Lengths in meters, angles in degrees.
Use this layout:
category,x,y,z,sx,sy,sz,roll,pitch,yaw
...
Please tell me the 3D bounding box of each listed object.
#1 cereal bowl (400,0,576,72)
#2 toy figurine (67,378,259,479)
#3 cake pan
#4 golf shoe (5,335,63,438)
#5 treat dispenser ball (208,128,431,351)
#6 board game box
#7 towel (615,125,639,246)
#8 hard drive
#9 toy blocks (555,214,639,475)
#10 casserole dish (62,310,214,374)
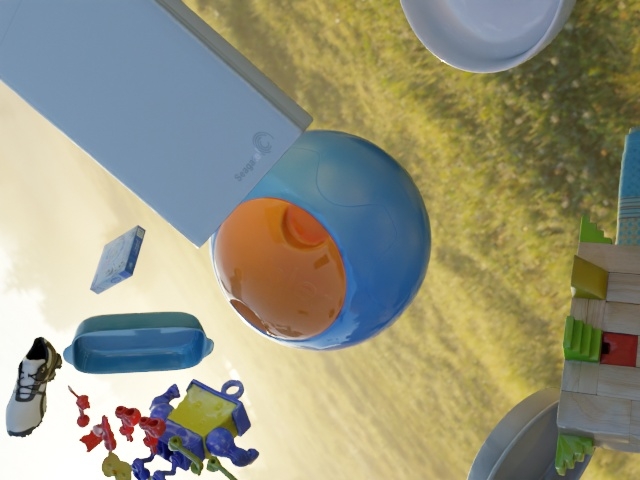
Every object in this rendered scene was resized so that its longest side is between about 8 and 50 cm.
category,x,y,z,sx,sy,sz,roll,pitch,yaw
cereal bowl,0.301,-0.469,1.488,0.339,0.141,0.339,20,122,36
toy figurine,-0.171,0.273,1.286,0.362,0.217,0.191,16,130,33
cake pan,0.344,0.360,1.406,0.054,0.293,0.293,35,156,43
golf shoe,-0.543,0.267,1.601,0.094,0.077,0.198,89,-177,-47
treat dispenser ball,0.000,0.000,1.124,0.288,0.288,0.288,52,166,18
board game box,-0.315,0.030,1.343,0.020,0.090,0.090,39,-137,-33
towel,0.621,-0.016,1.406,0.271,0.370,0.040,2,165,30
hard drive,-0.182,-0.152,0.839,0.307,0.040,0.203,41,129,-6
toy blocks,0.491,0.158,1.239,0.261,0.381,0.191,5,153,22
casserole dish,-0.231,0.128,1.104,0.114,0.188,0.037,107,157,-52
